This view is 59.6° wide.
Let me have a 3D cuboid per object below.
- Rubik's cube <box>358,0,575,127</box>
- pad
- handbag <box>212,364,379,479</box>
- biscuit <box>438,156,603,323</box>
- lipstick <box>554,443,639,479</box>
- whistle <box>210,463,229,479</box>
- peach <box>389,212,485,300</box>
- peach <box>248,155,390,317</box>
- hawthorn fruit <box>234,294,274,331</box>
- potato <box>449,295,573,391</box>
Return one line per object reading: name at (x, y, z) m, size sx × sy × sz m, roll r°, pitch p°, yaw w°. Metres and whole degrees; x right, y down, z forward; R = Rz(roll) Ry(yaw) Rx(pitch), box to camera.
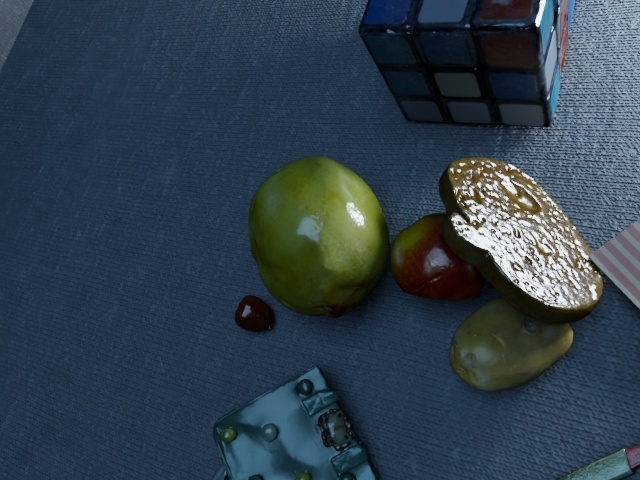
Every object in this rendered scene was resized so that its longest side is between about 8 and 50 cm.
Rubik's cube at (0.325, -0.469, 1.169) m, size 0.361 × 0.363 × 0.359 m, roll 9°, pitch 73°, yaw 25°
pad at (0.670, 0.016, 1.002) m, size 0.299 × 0.005 × 0.202 m, roll -35°, pitch 65°, yaw -2°
handbag at (-0.058, 0.420, 1.109) m, size 0.274 × 0.100 × 0.269 m, roll -28°, pitch 71°, yaw -1°
biscuit at (0.355, -0.007, 1.042) m, size 0.368 × 0.313 × 0.063 m, roll 67°, pitch 147°, yaw 29°
lipstick at (0.442, 0.420, 0.957) m, size 0.312 × 0.051 × 0.051 m, roll -30°, pitch 61°, yaw 10°
whistle at (-0.234, 0.562, 1.191) m, size 0.062 × 0.062 × 0.312 m, roll 33°, pitch 86°, yaw 30°
peach at (0.235, 0.046, 1.109) m, size 0.190 × 0.190 × 0.193 m, roll -24°, pitch 65°, yaw 13°
peach at (-0.002, -0.008, 1.174) m, size 0.281 × 0.315 × 0.316 m, roll -8°, pitch 34°, yaw -17°
hawthorn fruit at (-0.150, 0.175, 1.297) m, size 0.093 × 0.081 × 0.081 m, roll 25°, pitch 81°, yaw -1°
potato at (0.349, 0.183, 1.037) m, size 0.233 × 0.146 × 0.150 m, roll -26°, pitch 93°, yaw -9°
